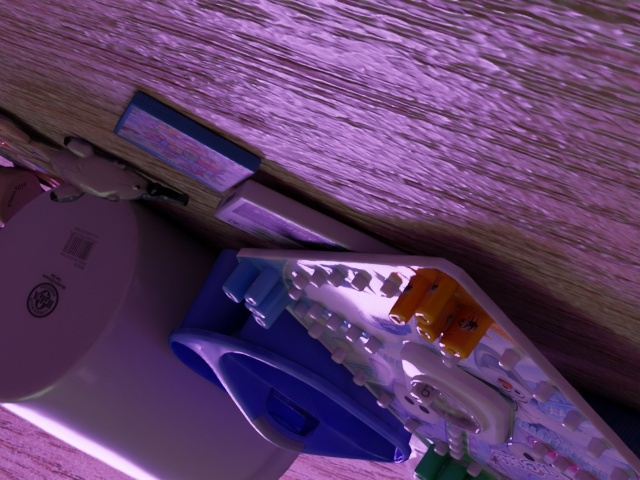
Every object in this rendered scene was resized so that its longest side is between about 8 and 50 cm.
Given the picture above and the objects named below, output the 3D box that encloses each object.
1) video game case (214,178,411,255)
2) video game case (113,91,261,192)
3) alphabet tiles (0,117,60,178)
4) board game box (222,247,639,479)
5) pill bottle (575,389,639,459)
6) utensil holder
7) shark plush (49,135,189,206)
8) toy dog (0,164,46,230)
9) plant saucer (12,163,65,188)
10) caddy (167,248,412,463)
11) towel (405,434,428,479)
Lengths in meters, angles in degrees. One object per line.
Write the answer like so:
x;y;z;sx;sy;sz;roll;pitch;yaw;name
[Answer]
0.000;0.000;1.233;0.190;0.022;0.173;26;171;-10;video game case
-0.122;-0.084;1.167;0.119;0.015;0.166;29;170;-11;video game case
-0.438;-0.157;1.594;0.278;0.021;0.284;16;166;45;alphabet tiles
0.120;0.157;1.247;0.390;0.050;0.390;46;160;-22;board game box
0.289;0.230;1.390;0.221;0.124;0.124;21;168;33;pill bottle
-0.233;0.143;1.725;0.327;0.328;0.385;17;165;43;utensil holder
-0.223;-0.076;1.452;0.161;0.073;0.067;5;-173;7;shark plush
-0.428;-0.008;1.834;0.220;0.161;0.333;18;169;47;toy dog
-0.394;-0.092;1.831;0.083;0.013;0.083;25;170;5;plant saucer
-0.021;0.155;1.542;0.241;0.179;0.341;6;154;45;caddy
0.264;0.369;1.968;0.331;0.053;0.317;12;141;37;towel
